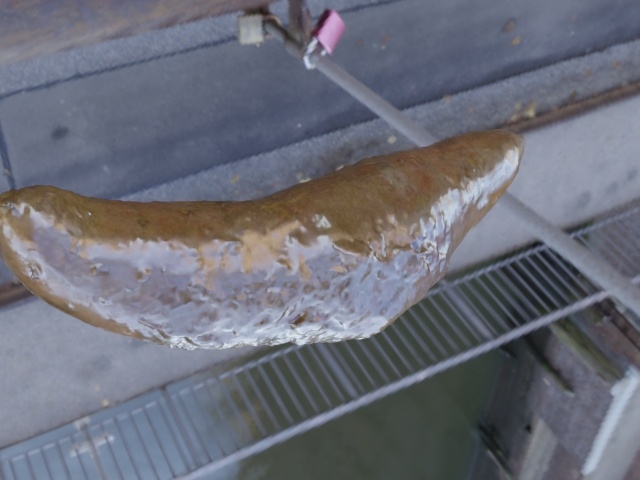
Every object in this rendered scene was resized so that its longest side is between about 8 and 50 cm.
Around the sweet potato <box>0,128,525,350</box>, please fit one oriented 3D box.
[{"bbox_3d":[-0.001,0.004,0.494,0.341,0.114,0.092,-11,174,-29],"label":"sweet potato"}]
